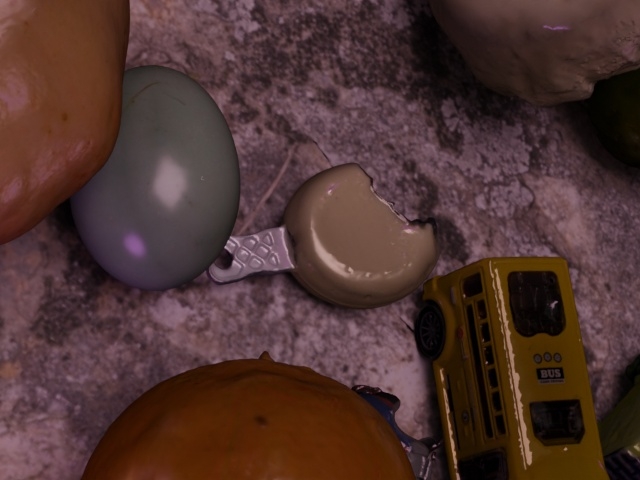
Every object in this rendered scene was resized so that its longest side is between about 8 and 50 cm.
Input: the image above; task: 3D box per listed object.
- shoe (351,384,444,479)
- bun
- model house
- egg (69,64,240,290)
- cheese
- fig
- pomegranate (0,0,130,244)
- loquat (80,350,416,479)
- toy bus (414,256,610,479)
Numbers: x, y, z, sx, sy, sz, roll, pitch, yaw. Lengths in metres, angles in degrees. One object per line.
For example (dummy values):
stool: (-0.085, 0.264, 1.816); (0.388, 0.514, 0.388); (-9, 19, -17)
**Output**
shoe: (0.071, 0.245, 1.536); (0.125, 0.099, 0.227); (-21, 79, -26)
bun: (0.288, -0.308, 1.702); (0.211, 0.359, 0.360); (47, 56, -39)
model house: (0.388, 0.255, 1.686); (0.194, 0.170, 0.211); (44, 89, -14)
egg: (-0.163, -0.063, 1.487); (0.168, 0.168, 0.231); (6, 67, -24)
cheese: (0.005, 0.020, 1.595); (0.249, 0.071, 0.163); (-33, 88, -30)
fig: (0.401, -0.193, 1.814); (0.195, 0.195, 0.245); (16, 32, -20)
pomegranate: (-0.359, -0.194, 1.306); (0.411, 0.411, 0.411); (8, 70, -23)
loquat: (-0.063, 0.267, 1.345); (0.328, 0.328, 0.328); (8, 70, -23)
toy bus: (0.208, 0.187, 1.592); (0.145, 0.151, 0.331); (0, 73, -28)
